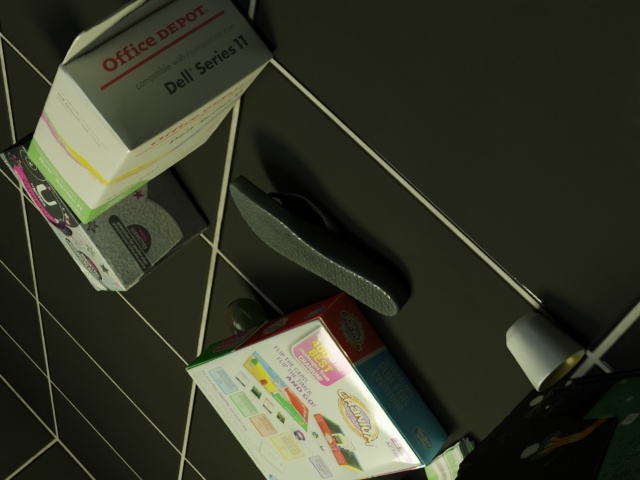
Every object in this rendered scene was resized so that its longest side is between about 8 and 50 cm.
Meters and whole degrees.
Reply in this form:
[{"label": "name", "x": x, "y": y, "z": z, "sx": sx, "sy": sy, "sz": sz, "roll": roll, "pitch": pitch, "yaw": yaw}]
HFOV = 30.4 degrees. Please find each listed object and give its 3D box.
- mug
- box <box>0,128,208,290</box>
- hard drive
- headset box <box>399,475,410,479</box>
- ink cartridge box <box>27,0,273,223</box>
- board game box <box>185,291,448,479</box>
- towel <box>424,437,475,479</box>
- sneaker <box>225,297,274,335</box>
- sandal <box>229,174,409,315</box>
[{"label": "mug", "x": 0.217, "y": 0.110, "z": 1.175, "sx": 0.064, "sy": 0.062, "sz": 0.078, "roll": 49, "pitch": 149, "yaw": 22}, {"label": "box", "x": -0.307, "y": -0.069, "z": 1.669, "sx": 0.247, "sy": 0.163, "sz": 0.142, "roll": 57, "pitch": 156, "yaw": -14}, {"label": "hard drive", "x": 0.236, "y": 0.212, "z": 1.072, "sx": 0.064, "sy": 0.237, "sz": 0.339, "roll": 52, "pitch": 154, "yaw": -5}, {"label": "headset box", "x": 0.061, "y": 0.503, "z": 1.743, "sx": 0.131, "sy": 0.246, "sz": 0.283, "roll": 45, "pitch": 153, "yaw": 13}, {"label": "ink cartridge box", "x": -0.188, "y": -0.160, "z": 1.299, "sx": 0.119, "sy": 0.207, "sz": 0.353, "roll": 52, "pitch": 155, "yaw": -1}, {"label": "board game box", "x": -0.013, "y": 0.218, "z": 1.592, "sx": 0.316, "sy": 0.064, "sz": 0.242, "roll": -24, "pitch": 104, "yaw": 47}, {"label": "towel", "x": 0.172, "y": 0.325, "z": 1.514, "sx": 0.152, "sy": 0.023, "sz": 0.113, "roll": 123, "pitch": 140, "yaw": -63}, {"label": "sneaker", "x": -0.050, "y": 0.153, "z": 1.676, "sx": 0.192, "sy": 0.064, "sz": 0.086, "roll": 53, "pitch": 146, "yaw": -4}, {"label": "sandal", "x": 0.000, "y": 0.001, "z": 1.404, "sx": 0.254, "sy": 0.054, "sz": 0.097, "roll": 34, "pitch": 159, "yaw": 12}]
